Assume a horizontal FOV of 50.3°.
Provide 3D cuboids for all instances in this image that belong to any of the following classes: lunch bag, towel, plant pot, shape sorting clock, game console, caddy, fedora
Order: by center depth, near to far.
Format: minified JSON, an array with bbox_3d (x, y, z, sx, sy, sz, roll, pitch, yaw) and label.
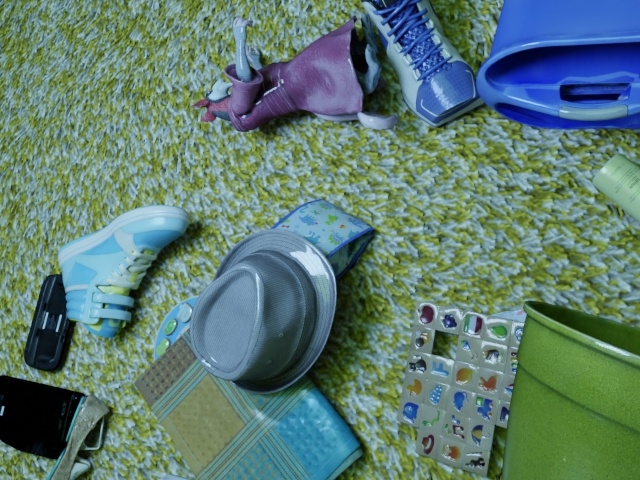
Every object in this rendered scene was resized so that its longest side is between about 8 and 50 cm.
[{"bbox_3d":[0.372,0.299,0.817,0.367,0.366,0.352,19,95,27],"label":"plant pot"},{"bbox_3d":[0.405,-0.255,0.995,0.341,0.241,0.179,4,71,26],"label":"caddy"},{"bbox_3d":[0.299,0.147,1.033,0.071,0.053,0.083,-14,80,22],"label":"lunch bag"},{"bbox_3d":[-0.113,0.116,1.082,0.244,0.124,0.275,37,107,25],"label":"fedora"},{"bbox_3d":[-0.132,0.300,1.170,0.271,0.040,0.370,-44,69,7],"label":"towel"},{"bbox_3d":[0.000,0.000,1.186,0.129,0.096,0.151,32,61,28],"label":"lunch bag"},{"bbox_3d":[-0.226,0.203,1.259,0.206,0.040,0.206,-7,73,22],"label":"shape sorting clock"},{"bbox_3d":[-0.559,0.248,1.396,0.213,0.044,0.361,6,79,24],"label":"game console"}]

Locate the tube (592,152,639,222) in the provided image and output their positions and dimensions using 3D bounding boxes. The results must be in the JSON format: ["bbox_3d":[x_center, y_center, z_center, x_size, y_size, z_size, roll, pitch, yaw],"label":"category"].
[{"bbox_3d":[0.511,-0.034,0.988,0.240,0.062,0.070,46,137,22],"label":"tube"}]

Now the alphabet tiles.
[{"bbox_3d":[0.217,0.226,1.040,0.198,0.009,0.237,10,90,34],"label":"alphabet tiles"}]

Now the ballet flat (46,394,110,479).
[{"bbox_3d":[-0.459,0.399,1.294,0.067,0.073,0.206,23,87,-9],"label":"ballet flat"}]

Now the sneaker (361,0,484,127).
[{"bbox_3d":[0.149,-0.355,1.167,0.127,0.182,0.315,-29,66,16],"label":"sneaker"}]

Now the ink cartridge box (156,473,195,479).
[{"bbox_3d":[-0.175,0.490,1.109,0.235,0.056,0.171,0,92,34],"label":"ink cartridge box"}]

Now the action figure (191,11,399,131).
[{"bbox_3d":[-0.059,-0.277,1.267,0.370,0.248,0.275,-20,95,17],"label":"action figure"}]

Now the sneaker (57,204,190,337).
[{"bbox_3d":[-0.370,0.070,1.316,0.319,0.127,0.208,-24,65,27],"label":"sneaker"}]
